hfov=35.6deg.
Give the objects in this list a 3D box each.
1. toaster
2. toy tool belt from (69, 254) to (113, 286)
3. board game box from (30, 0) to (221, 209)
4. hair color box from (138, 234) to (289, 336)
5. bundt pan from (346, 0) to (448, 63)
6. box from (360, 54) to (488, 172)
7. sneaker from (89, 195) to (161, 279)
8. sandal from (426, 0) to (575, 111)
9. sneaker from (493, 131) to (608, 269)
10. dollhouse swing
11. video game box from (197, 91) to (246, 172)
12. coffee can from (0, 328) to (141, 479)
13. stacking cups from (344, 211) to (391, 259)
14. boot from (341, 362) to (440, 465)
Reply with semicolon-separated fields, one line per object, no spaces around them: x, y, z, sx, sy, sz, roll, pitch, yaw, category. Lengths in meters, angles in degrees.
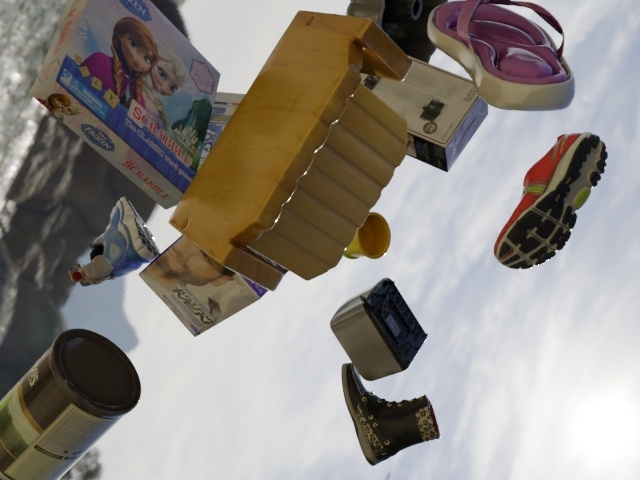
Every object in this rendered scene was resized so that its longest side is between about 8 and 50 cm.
0.118;0.177;2.046;0.110;0.186;0.168;-29;-172;28;toaster
-0.429;0.064;1.848;0.083;0.052;0.051;-25;169;-36;toy tool belt
-0.317;-0.270;1.707;0.065;0.318;0.318;-19;-134;30;board game box
-0.219;0.062;1.994;0.110;0.185;0.339;-46;-173;-35;hair color box
0.163;-0.528;2.237;0.331;0.124;0.331;-35;133;-50;bundt pan
0.166;-0.271;1.970;0.169;0.289;0.087;-55;155;-20;box
-0.460;0.001;2.254;0.147;0.130;0.330;-34;-162;-3;sneaker
0.260;-0.288;1.372;0.416;0.169;0.102;-107;-162;-60;sandal
0.386;-0.068;1.725;0.279;0.107;0.118;-52;-153;-7;sneaker
0.022;-0.082;1.377;0.347;0.305;0.315;-58;-151;-1;dollhouse swing
-0.219;-0.218;2.064;0.048;0.205;0.187;-109;-152;-46;video game box
-0.516;0.336;1.970;0.275;0.201;0.201;-44;-161;23;coffee can
0.000;0.000;2.069;0.316;0.096;0.096;-5;-126;47;stacking cups
0.154;0.364;2.223;0.178;0.237;0.085;-21;162;13;boot
